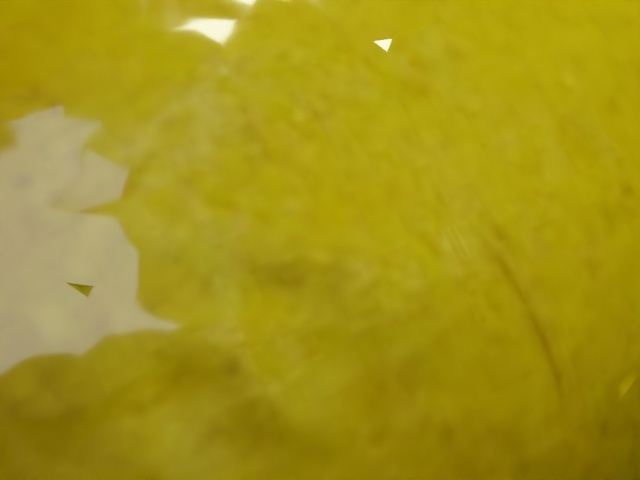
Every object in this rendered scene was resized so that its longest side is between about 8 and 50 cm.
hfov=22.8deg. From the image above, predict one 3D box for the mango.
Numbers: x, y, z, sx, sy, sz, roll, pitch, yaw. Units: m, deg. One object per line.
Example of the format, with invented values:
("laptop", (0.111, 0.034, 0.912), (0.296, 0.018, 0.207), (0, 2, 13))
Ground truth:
("mango", (0.000, 0.000, 0.471), (0.445, 0.220, 0.301), (-17, 72, -23))
